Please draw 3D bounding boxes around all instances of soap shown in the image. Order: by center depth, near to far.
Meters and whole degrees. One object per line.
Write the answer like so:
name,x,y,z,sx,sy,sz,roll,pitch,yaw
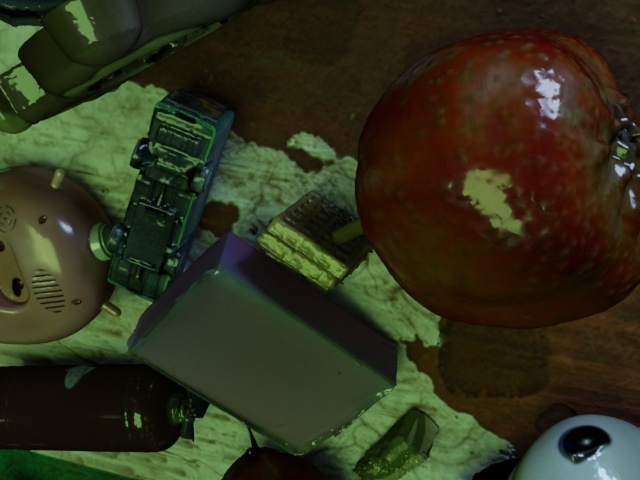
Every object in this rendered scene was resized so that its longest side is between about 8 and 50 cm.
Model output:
soap,-0.065,0.124,1.227,0.259,0.081,0.181,35,123,-19

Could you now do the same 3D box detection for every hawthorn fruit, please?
hawthorn fruit,0.145,-0.045,1.010,0.330,0.287,0.287,-18,106,34
hawthorn fruit,-0.060,0.338,1.328,0.181,0.181,0.235,-26,89,30

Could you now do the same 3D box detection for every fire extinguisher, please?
fire extinguisher,-0.279,0.208,1.388,0.337,0.114,0.135,-3,68,24

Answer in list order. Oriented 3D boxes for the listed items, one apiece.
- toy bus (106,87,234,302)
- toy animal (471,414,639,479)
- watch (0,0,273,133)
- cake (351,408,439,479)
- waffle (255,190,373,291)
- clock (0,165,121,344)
toy bus,-0.173,-0.049,1.221,0.091,0.109,0.262,25,123,1
toy animal,0.268,0.316,1.157,0.212,0.212,0.267,45,128,-3
watch,-0.247,-0.315,1.035,0.335,0.314,0.327,-21,101,40
cake,0.085,0.265,1.297,0.051,0.055,0.140,36,124,-4
waffle,0.000,-0.001,1.152,0.102,0.148,0.042,33,111,7
clock,-0.362,0.024,1.318,0.241,0.142,0.227,-10,110,22
